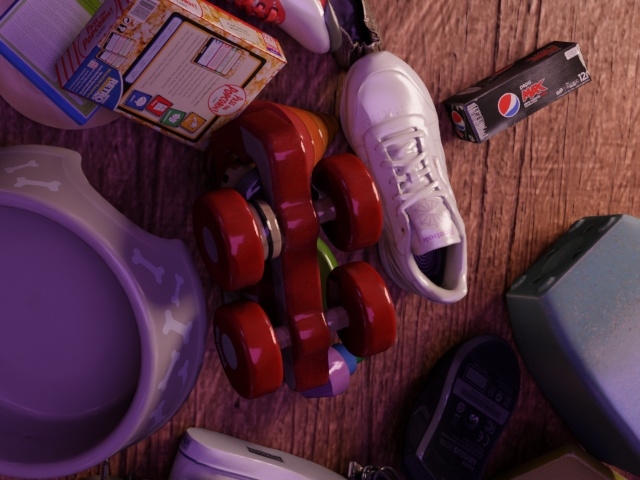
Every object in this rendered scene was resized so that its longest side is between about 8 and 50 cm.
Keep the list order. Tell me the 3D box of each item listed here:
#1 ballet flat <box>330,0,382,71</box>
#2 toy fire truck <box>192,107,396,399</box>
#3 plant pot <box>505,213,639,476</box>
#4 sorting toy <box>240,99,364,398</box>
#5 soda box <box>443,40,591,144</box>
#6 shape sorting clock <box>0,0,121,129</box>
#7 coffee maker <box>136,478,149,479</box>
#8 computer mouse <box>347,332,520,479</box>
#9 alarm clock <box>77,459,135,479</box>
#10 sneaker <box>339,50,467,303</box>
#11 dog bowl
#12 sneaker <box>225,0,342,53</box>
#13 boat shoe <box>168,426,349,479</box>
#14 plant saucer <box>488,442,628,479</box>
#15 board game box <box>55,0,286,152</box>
[{"bbox_3d":[0.006,-0.298,1.461,0.084,0.058,0.249,-30,108,-12],"label":"ballet flat"},{"bbox_3d":[-0.059,0.005,1.366,0.169,0.254,0.302,-19,118,-21],"label":"toy fire truck"},{"bbox_3d":[0.371,0.105,1.575,0.248,0.247,0.252,-44,97,-7],"label":"plant pot"},{"bbox_3d":[0.000,0.000,1.510,0.126,0.127,0.365,-29,114,-44],"label":"sorting toy"},{"bbox_3d":[0.236,-0.179,1.564,0.169,0.060,0.053,-29,109,-13],"label":"soda box"},{"bbox_3d":[-0.262,-0.221,1.389,0.206,0.040,0.206,-7,108,-23],"label":"shape sorting clock"},{"bbox_3d":[-0.146,0.348,1.424,0.178,0.120,0.171,17,108,-22],"label":"coffee maker"},{"bbox_3d":[0.146,0.232,1.584,0.188,0.072,0.272,40,70,-26],"label":"computer mouse"},{"bbox_3d":[-0.263,0.348,1.483,0.129,0.064,0.192,39,83,-22],"label":"alarm clock"},{"bbox_3d":[0.112,-0.068,1.482,0.114,0.152,0.305,-21,111,-10],"label":"sneaker"},{"bbox_3d":[-0.294,0.083,1.312,0.349,0.102,0.348,4,109,12],"label":"dog bowl"},{"bbox_3d":[-0.103,-0.281,1.400,0.145,0.090,0.270,-41,105,-19],"label":"sneaker"},{"bbox_3d":[-0.056,0.298,1.541,0.258,0.095,0.084,22,96,-11],"label":"boat shoe"},{"bbox_3d":[0.313,0.325,1.648,0.188,0.188,0.045,35,45,-22],"label":"plant saucer"},{"bbox_3d":[-0.156,-0.186,1.371,0.194,0.045,0.147,24,121,-38],"label":"board game box"}]
